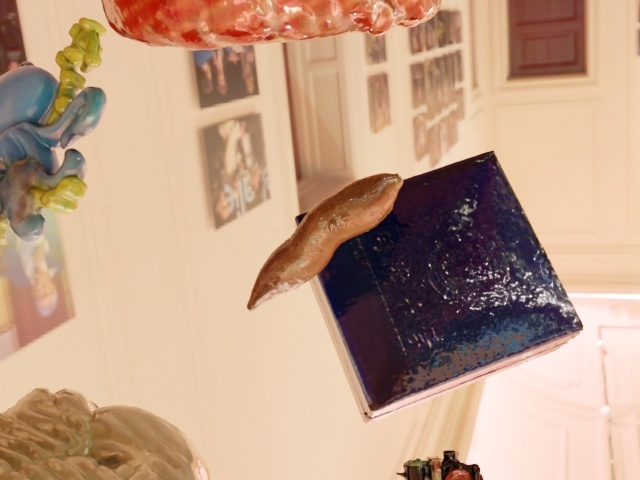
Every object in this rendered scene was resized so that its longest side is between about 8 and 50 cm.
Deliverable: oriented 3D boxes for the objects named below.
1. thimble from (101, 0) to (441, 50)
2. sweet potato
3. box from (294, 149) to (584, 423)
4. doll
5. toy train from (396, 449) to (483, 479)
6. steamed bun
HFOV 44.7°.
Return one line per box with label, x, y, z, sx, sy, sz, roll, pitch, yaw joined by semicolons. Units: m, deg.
thimble;-0.060;-0.311;0.731;0.350;0.230;0.350;-3;-157;1
sweet potato;-0.002;-0.002;0.830;0.218;0.065;0.051;-39;-141;3
box;0.139;0.055;0.985;0.279;0.261;0.116;-19;161;-8
doll;-0.406;-0.137;1.091;0.346;0.341;0.099;-31;147;23
toy train;0.102;0.311;0.677;0.085;0.249;0.053;2;170;1
steamed bun;-0.262;0.307;0.676;0.339;0.247;0.352;7;-155;26
